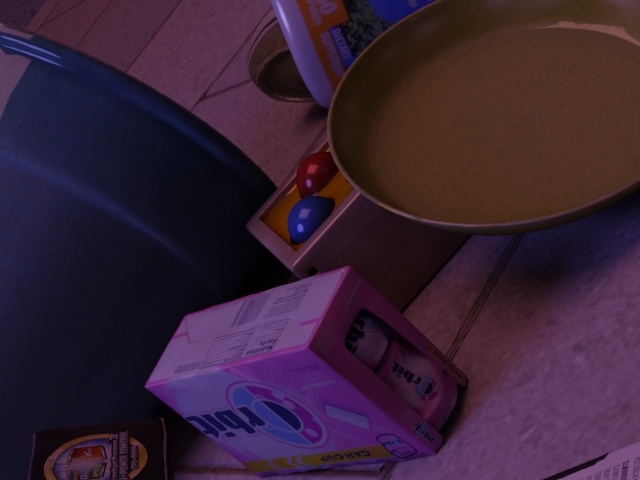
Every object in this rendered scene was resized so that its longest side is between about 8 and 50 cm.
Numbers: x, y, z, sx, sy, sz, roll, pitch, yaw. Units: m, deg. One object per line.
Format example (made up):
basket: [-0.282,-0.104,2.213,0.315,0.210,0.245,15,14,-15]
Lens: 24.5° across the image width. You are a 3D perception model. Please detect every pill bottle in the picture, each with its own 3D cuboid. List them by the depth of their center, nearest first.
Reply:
pill bottle: [0.098,-0.212,1.076,0.272,0.152,0.152,-22,27,6]

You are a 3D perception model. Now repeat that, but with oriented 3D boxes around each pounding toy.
pounding toy: [-0.007,0.002,1.058,0.206,0.094,0.181,-48,22,-1]

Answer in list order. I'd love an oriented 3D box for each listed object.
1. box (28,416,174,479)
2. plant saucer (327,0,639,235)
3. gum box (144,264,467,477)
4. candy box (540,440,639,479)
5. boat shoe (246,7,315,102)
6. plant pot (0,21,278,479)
box: [-0.071,0.241,0.586,0.060,0.270,0.216,-7,26,-4]
plant saucer: [0.124,-0.082,0.921,0.241,0.037,0.241,-11,43,10]
gum box: [-0.009,0.085,0.907,0.188,0.107,0.062,-18,36,51]
candy box: [0.095,0.164,0.520,0.233,0.159,0.071,-31,26,38]
boat shoe: [0.034,-0.170,1.258,0.302,0.109,0.094,-17,39,47]
plant pot: [-0.245,0.059,1.131,0.341,0.341,0.334,-4,56,60]
